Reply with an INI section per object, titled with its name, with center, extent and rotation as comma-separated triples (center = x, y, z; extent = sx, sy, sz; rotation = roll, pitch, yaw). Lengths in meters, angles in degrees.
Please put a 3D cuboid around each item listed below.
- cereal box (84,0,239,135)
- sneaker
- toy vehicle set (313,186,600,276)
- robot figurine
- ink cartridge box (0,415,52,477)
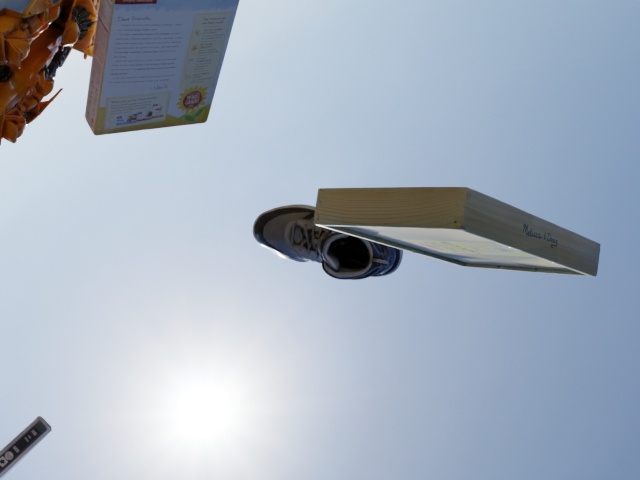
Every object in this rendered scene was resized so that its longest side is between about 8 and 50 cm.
[cereal box]
center = -0.207, -0.249, 1.072
extent = 0.173, 0.240, 0.047
rotation = -11, -128, -34
[sneaker]
center = 0.000, 0.000, 1.380
extent = 0.268, 0.101, 0.153
rotation = 13, -175, 12
[toy vehicle set]
center = 0.142, -0.006, 0.810
extent = 0.166, 0.267, 0.035
rotation = 3, -98, 42
[robot figurine]
center = -0.337, -0.248, 1.000
extent = 0.085, 0.211, 0.291
rotation = 19, -140, -2
[ink cartridge box]
center = -0.629, 0.447, 1.566
extent = 0.206, 0.045, 0.208
rotation = -40, -175, 39
